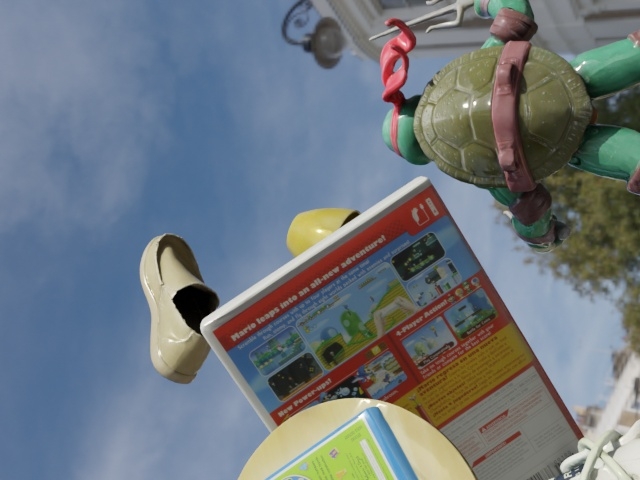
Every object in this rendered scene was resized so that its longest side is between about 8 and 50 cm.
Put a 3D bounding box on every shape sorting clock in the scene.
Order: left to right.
[{"bbox_3d":[0.019,0.208,0.541,0.040,0.206,0.206,39,-116,-55],"label":"shape sorting clock"}]

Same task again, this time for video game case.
[{"bbox_3d":[0.070,0.124,0.636,0.204,0.025,0.285,-33,-79,-4],"label":"video game case"}]

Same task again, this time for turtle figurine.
[{"bbox_3d":[0.122,-0.068,0.465,0.118,0.234,0.175,-32,-62,-52],"label":"turtle figurine"}]

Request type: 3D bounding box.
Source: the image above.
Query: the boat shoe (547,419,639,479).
[{"bbox_3d":[0.113,0.108,0.293,0.226,0.075,0.083,-61,-15,7],"label":"boat shoe"}]

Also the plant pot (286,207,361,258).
[{"bbox_3d":[0.000,0.000,1.384,0.134,0.095,0.134,-51,-28,-42],"label":"plant pot"}]

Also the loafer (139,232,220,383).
[{"bbox_3d":[-0.199,0.085,1.215,0.102,0.092,0.269,29,-148,-40],"label":"loafer"}]
